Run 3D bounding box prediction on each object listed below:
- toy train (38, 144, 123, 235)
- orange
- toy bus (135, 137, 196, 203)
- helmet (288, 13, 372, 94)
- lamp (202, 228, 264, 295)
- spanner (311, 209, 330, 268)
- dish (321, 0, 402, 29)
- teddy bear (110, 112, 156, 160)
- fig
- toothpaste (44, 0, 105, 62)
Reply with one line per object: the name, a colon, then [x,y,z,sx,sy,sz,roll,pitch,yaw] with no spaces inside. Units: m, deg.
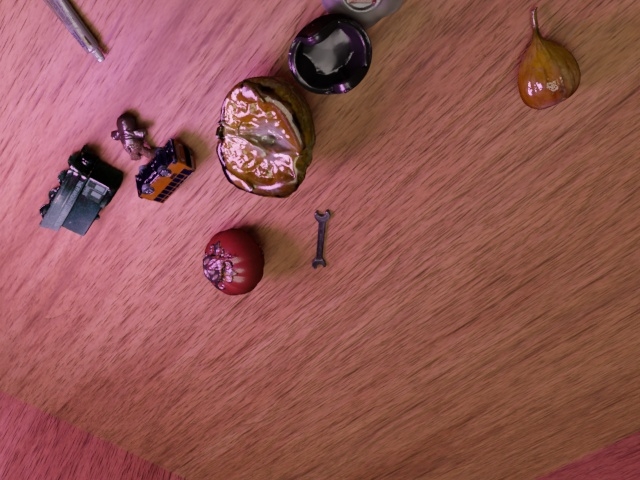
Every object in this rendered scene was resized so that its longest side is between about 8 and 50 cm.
toy train: [-0.769,-0.140,1.967,0.178,0.138,0.330,29,127,-21]
orange: [-0.135,-0.295,1.724,0.271,0.210,0.368,25,128,14]
toy bus: [-0.472,-0.209,1.890,0.201,0.098,0.114,-38,144,30]
helmet: [0.025,-0.477,1.578,0.216,0.193,0.189,-27,119,19]
lamp: [-0.292,0.073,2.035,0.227,0.227,0.227,3,128,4]
spanner: [0.000,0.000,2.073,0.054,0.015,0.254,4,129,0]
dish: [0.102,-0.627,1.524,0.229,0.081,0.229,3,129,3]
teddy bear: [-0.569,-0.301,1.853,0.119,0.078,0.160,-7,128,15]
fig: [0.576,-0.468,1.583,0.159,0.159,0.257,-14,108,16]
toothpaste: [-0.671,-0.593,1.657,0.067,0.037,0.255,-20,121,27]
